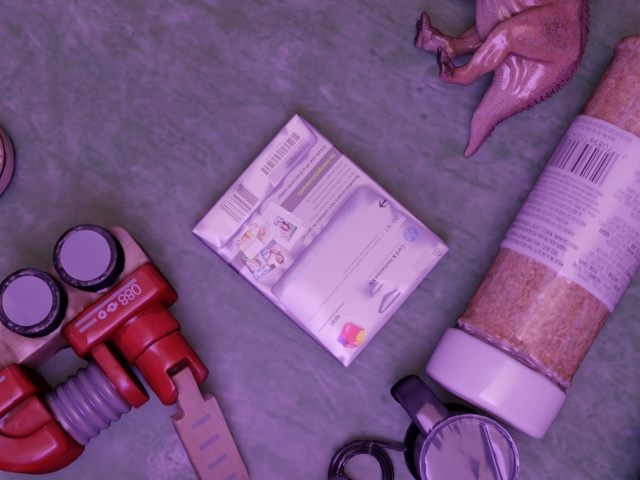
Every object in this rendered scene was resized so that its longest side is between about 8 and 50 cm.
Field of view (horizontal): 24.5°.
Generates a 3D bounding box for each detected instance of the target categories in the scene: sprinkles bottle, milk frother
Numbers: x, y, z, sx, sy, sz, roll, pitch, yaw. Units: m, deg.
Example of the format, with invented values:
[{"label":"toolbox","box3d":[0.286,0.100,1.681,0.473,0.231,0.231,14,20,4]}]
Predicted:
[{"label":"sprinkles bottle","box3d":[0.230,-0.004,1.301,0.121,0.121,0.355,31,86,-1]},{"label":"milk frother","box3d":[0.085,0.199,1.278,0.129,0.135,0.143,34,86,0]}]

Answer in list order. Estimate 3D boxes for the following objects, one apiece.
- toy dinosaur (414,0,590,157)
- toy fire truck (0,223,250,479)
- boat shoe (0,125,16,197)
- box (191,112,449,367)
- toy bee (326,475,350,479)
[{"label":"toy dinosaur","box3d":[0.196,-0.219,1.315,0.200,0.127,0.295,3,93,-9]},{"label":"toy fire truck","box3d":[-0.186,0.142,1.277,0.217,0.158,0.246,-38,79,-4]},{"label":"boat shoe","box3d":[-0.429,-0.105,1.275,0.324,0.120,0.122,10,87,-2]},{"label":"box","box3d":[0.000,0.000,1.332,0.186,0.038,0.145,41,86,1]},{"label":"toy bee","box3d":[0.007,0.384,1.253,0.195,0.162,0.298,-42,78,40]}]
